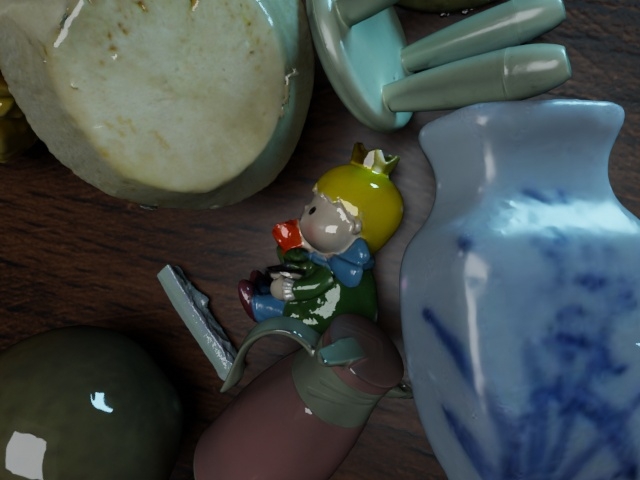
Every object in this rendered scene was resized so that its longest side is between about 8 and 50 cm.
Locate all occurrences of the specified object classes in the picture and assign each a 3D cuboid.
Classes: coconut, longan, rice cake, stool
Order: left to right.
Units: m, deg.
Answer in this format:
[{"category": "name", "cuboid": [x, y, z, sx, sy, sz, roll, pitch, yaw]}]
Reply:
[{"category": "longan", "cuboid": [-0.304, 0.232, 0.571, 0.259, 0.258, 0.257, 0, 92, 14]}, {"category": "coconut", "cuboid": [-0.162, -0.192, 0.500, 0.324, 0.323, 0.322, 0, 92, 14]}, {"category": "rice cake", "cuboid": [-0.165, 0.110, 0.639, 0.042, 0.030, 0.180, -37, 83, 18]}, {"category": "stool", "cuboid": [0.117, -0.223, 0.447, 0.199, 0.195, 0.195, -11, 127, 36]}]

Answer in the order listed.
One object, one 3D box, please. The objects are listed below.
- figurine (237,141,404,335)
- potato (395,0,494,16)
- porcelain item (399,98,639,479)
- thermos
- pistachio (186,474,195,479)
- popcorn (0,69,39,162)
[{"category": "figurine", "cuboid": [0.001, -0.004, 0.556, 0.185, 0.127, 0.233, 10, 105, 19]}, {"category": "potato", "cuboid": [0.146, -0.333, 0.512, 0.262, 0.100, 0.120, 3, 92, 14]}, {"category": "porcelain item", "cuboid": [0.200, 0.082, 0.455, 0.243, 0.178, 0.404, -1, 88, -3]}, {"category": "thermos", "cuboid": [-0.031, 0.186, 0.509, 0.177, 0.146, 0.265, 32, 118, -8]}, {"category": "pistachio", "cuboid": [-0.174, 0.403, 0.603, 0.238, 0.153, 0.138, -44, 122, 13]}, {"category": "popcorn", "cuboid": [-0.474, -0.226, 0.620, 0.333, 0.225, 0.264, -21, 75, 35]}]
